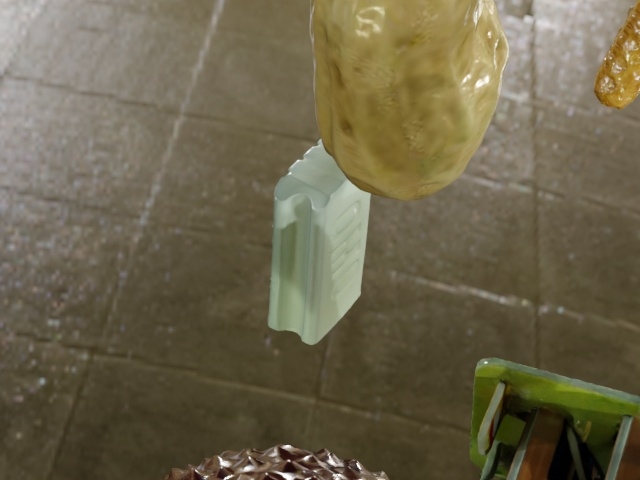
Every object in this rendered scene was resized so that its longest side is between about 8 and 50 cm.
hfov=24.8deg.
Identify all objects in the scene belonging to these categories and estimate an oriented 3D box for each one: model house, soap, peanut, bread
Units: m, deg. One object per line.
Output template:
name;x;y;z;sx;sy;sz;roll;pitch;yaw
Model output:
model house;0.227;0.270;1.164;0.300;0.340;0.323;15;57;14
soap;0.000;0.000;1.575;0.067;0.198;0.119;20;41;20
peanut;0.087;-0.196;1.356;0.192;0.387;0.169;-16;47;-14
bread;0.284;-0.184;1.258;0.044;0.157;0.052;23;30;-5

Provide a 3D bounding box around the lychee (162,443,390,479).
lychee;-0.031;0.262;0.922;0.276;0.275;0.304;-10;15;-27
